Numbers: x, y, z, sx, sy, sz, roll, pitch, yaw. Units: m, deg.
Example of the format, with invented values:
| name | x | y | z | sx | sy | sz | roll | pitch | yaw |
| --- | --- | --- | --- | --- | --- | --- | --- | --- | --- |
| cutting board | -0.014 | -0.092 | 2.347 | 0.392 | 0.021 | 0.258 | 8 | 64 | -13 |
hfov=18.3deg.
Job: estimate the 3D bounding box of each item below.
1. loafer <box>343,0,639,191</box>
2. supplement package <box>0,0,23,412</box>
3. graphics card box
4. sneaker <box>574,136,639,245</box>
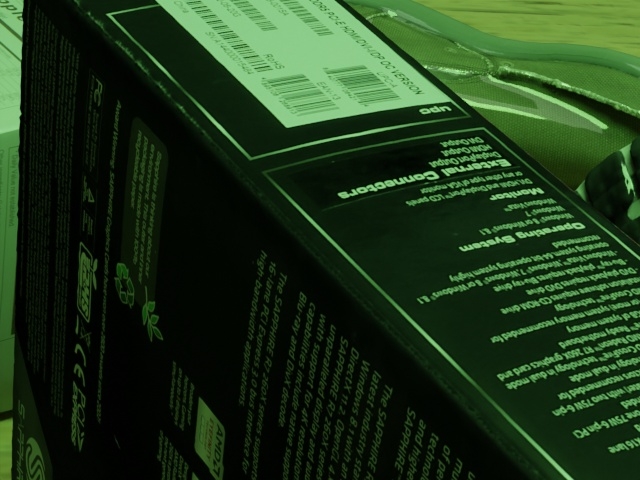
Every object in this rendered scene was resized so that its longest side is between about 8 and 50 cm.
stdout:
| name | x | y | z | sx | sy | sz | roll | pitch | yaw |
| --- | --- | --- | --- | --- | --- | --- | --- | --- | --- |
| loafer | 0.085 | -0.051 | 0.990 | 0.251 | 0.094 | 0.087 | 19 | 43 | 23 |
| supplement package | -0.202 | -0.005 | 0.765 | 0.244 | 0.134 | 0.139 | -13 | 37 | -34 |
| graphics card box | 0.021 | 0.087 | 0.581 | 0.094 | 0.232 | 0.371 | -14 | 37 | -29 |
| sneaker | 0.135 | 0.031 | 0.718 | 0.121 | 0.111 | 0.300 | 6 | -11 | -25 |
